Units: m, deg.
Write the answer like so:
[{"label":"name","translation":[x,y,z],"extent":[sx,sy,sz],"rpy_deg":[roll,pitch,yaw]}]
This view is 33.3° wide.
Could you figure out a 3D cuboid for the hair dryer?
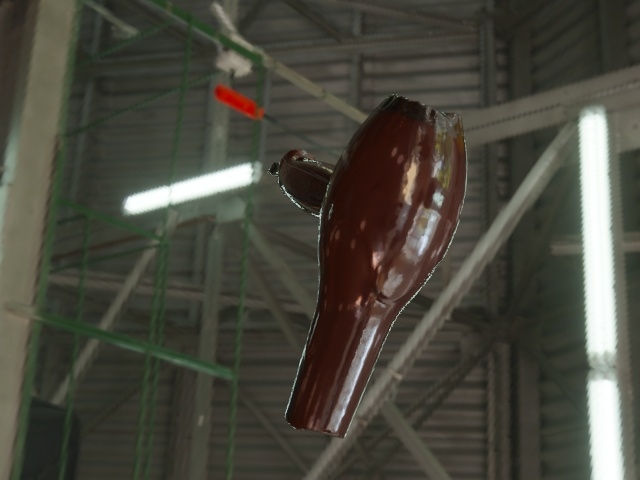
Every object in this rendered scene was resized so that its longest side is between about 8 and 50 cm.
[{"label":"hair dryer","translation":[0.000,0.000,1.065],"extent":[0.340,0.123,0.312],"rpy_deg":[27,-84,63]}]
